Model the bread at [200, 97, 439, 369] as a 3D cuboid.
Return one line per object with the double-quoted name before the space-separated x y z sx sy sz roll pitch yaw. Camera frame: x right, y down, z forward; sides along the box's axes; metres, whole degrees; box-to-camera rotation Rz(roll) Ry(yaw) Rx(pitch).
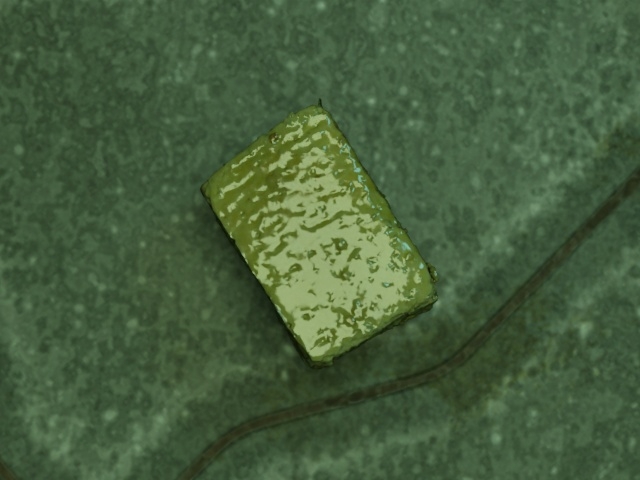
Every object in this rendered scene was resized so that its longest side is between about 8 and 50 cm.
"bread" 0.000 0.000 1.369 0.138 0.102 0.196 -32 85 -9
